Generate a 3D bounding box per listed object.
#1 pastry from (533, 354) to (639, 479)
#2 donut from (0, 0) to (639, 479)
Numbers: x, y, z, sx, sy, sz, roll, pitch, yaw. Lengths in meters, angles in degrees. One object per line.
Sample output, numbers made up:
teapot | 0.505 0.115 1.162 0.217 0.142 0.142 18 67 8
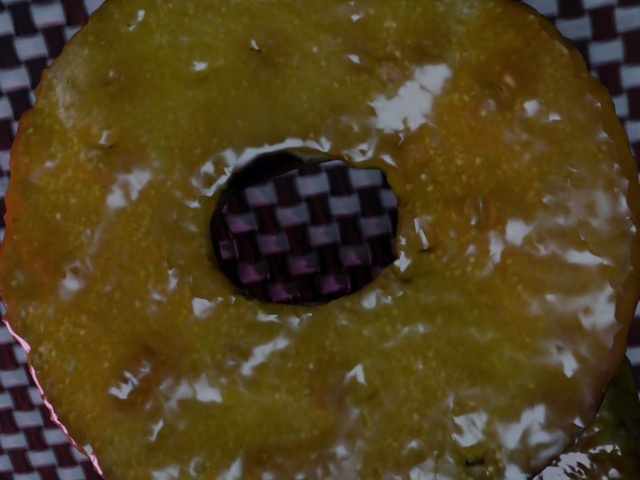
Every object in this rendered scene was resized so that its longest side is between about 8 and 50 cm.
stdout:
pastry | 0.100 0.130 0.584 0.182 0.093 0.193 -23 79 10
donut | 0.000 0.000 0.512 0.302 0.110 0.303 -1 86 11
